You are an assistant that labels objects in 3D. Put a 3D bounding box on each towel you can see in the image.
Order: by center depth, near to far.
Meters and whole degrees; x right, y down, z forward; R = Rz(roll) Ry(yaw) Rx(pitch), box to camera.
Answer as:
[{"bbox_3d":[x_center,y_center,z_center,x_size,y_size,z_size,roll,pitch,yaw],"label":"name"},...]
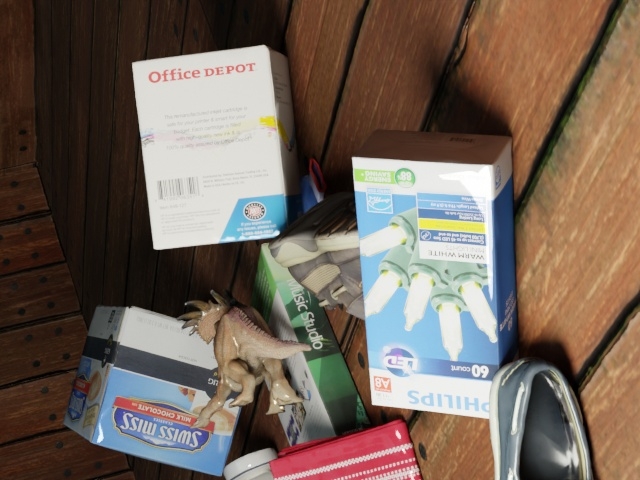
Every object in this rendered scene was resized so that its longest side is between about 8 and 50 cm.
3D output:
[{"bbox_3d":[0.056,0.368,1.821,0.031,0.199,0.275,-1,-106,-62],"label":"towel"}]

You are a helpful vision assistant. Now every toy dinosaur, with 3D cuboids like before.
[{"bbox_3d":[-0.111,0.138,2.037,0.295,0.127,0.200,139,124,-64],"label":"toy dinosaur"}]

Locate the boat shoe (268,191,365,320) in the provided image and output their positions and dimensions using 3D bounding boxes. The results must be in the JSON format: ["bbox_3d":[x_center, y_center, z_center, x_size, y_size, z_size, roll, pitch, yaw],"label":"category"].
[{"bbox_3d":[0.063,0.012,1.616,0.130,0.132,0.355,53,164,-9],"label":"boat shoe"}]

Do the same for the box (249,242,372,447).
[{"bbox_3d":[-0.020,0.190,2.076,0.232,0.058,0.322,105,146,-56],"label":"box"}]

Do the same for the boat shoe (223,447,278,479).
[{"bbox_3d":[-0.108,0.418,2.454,0.267,0.096,0.088,109,140,-61],"label":"boat shoe"}]

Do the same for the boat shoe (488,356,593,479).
[{"bbox_3d":[0.207,0.231,1.333,0.079,0.095,0.254,151,117,-78],"label":"boat shoe"}]

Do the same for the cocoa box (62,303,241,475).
[{"bbox_3d":[-0.277,0.246,2.510,0.347,0.231,0.228,175,112,-73],"label":"cocoa box"}]

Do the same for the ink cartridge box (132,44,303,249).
[{"bbox_3d":[-0.121,-0.115,1.855,0.168,0.171,0.233,-20,-76,-82],"label":"ink cartridge box"}]

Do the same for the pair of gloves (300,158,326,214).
[{"bbox_3d":[0.000,0.000,1.926,0.159,0.023,0.198,109,144,-60],"label":"pair of gloves"}]

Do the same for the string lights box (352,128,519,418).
[{"bbox_3d":[0.112,0.032,1.396,0.077,0.133,0.260,-50,-41,-57],"label":"string lights box"}]
